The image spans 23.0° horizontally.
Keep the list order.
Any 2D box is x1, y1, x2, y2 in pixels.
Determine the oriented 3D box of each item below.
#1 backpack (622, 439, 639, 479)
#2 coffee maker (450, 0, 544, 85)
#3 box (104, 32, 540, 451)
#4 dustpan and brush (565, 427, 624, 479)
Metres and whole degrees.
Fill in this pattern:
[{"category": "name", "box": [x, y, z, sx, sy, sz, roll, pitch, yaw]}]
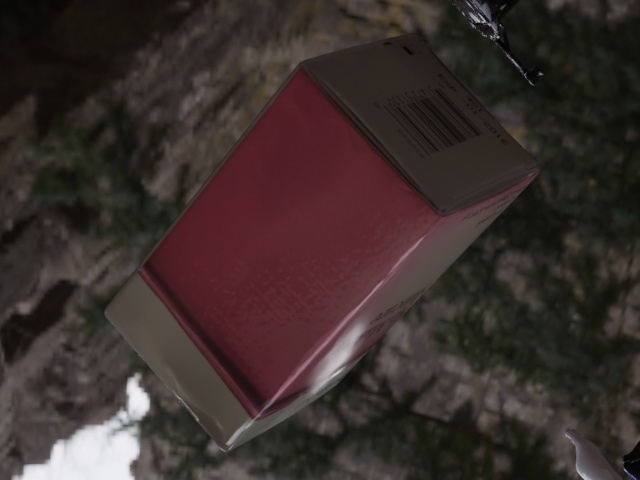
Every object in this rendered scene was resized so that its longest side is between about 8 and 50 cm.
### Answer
[{"category": "backpack", "box": [0.331, 0.179, 1.316, 0.120, 0.101, 0.098, -51, -136, -2]}, {"category": "coffee maker", "box": [0.169, -0.251, 1.227, 0.178, 0.171, 0.120, -41, -147, 1]}, {"category": "box", "box": [0.000, 0.000, 0.989, 0.127, 0.232, 0.149, 48, -148, 11]}, {"category": "dustpan and brush", "box": [0.221, 0.215, 1.029, 0.060, 0.147, 0.211, -46, -107, 1]}]
